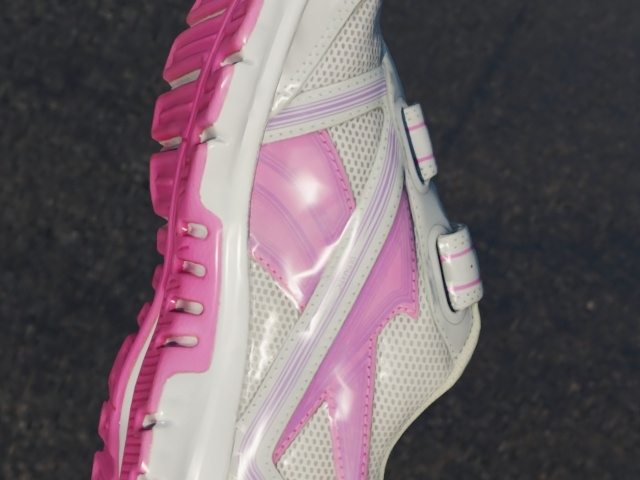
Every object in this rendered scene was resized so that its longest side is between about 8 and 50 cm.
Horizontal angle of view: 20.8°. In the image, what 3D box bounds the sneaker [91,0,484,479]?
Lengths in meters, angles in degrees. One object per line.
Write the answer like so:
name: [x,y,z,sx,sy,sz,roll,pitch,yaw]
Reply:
sneaker: [0.000,0.000,0.582,0.111,0.252,0.103,10,6,-16]
